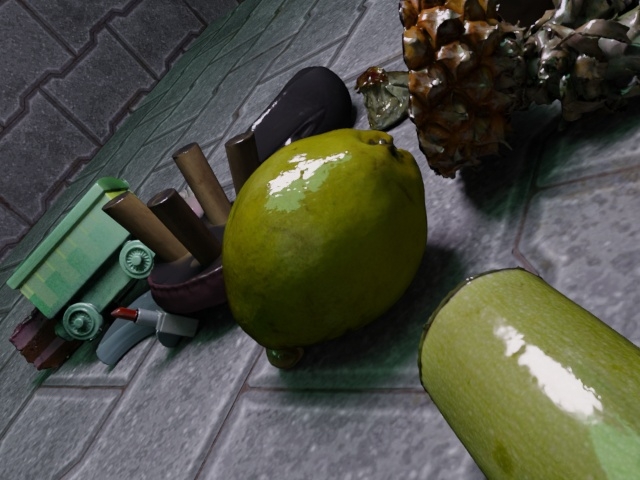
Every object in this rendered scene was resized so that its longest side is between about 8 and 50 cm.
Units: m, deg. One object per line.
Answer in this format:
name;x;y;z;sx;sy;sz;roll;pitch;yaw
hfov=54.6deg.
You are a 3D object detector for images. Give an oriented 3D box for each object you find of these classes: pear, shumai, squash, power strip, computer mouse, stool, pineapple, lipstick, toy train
pear;0.000;0.000;0.680;0.269;0.212;0.212;-52;24;20
shumai;0.107;-0.251;1.027;0.099;0.087;0.124;-5;44;52
squash;0.166;0.121;0.371;0.132;0.132;0.247;-42;27;1
power strip;-0.298;0.141;1.051;0.216;0.044;0.137;-19;35;38
computer mouse;-0.023;-0.211;1.087;0.086;0.137;0.270;-16;35;57
stool;-0.175;-0.035;0.952;0.272;0.178;0.272;-24;25;12
pineapple;0.245;-0.204;0.675;0.271;0.262;0.262;-7;41;22
lipstick;-0.248;0.118;0.926;0.030;0.129;0.030;12;87;57
toy train;-0.406;0.039;1.134;0.301;0.202;0.120;-45;1;10

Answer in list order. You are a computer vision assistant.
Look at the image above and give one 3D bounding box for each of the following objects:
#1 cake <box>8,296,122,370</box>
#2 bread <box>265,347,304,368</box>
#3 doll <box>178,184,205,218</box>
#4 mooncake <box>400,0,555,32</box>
cake;-0.495;0.124;1.266;0.295;0.116;0.112;-52;24;-23
bread;-0.044;0.122;0.754;0.049;0.034;0.088;-26;33;1
doll;-0.301;-0.033;1.252;0.192;0.095;0.149;-26;26;33
mooncake;0.232;-0.349;0.853;0.228;0.228;0.124;0;53;53
